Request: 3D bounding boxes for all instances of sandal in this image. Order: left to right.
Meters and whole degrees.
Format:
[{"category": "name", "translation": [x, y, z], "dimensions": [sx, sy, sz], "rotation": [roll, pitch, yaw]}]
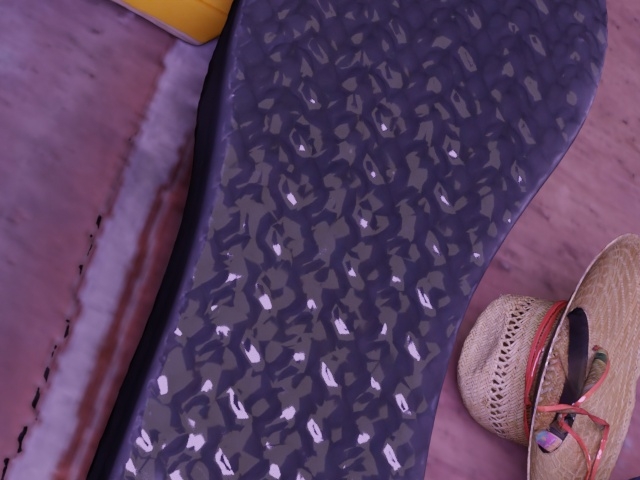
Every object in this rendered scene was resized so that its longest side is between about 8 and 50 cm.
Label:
[{"category": "sandal", "translation": [-0.003, 0.000, 0.780], "dimensions": [0.167, 0.107, 0.446], "rotation": [30, 63, -13]}]

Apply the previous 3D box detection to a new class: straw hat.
[{"category": "straw hat", "translation": [0.096, 0.060, 0.801], "dimensions": [0.061, 0.144, 0.144], "rotation": [16, 41, 28]}]

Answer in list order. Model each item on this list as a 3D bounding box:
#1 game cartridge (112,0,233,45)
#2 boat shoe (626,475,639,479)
[{"category": "game cartridge", "translation": [-0.151, -0.279, 0.818], "dimensions": [0.323, 0.052, 0.285], "rotation": [27, 54, -36]}, {"category": "boat shoe", "translation": [0.099, 0.182, 0.709], "dimensions": [0.340, 0.127, 0.158], "rotation": [3, 54, -39]}]
